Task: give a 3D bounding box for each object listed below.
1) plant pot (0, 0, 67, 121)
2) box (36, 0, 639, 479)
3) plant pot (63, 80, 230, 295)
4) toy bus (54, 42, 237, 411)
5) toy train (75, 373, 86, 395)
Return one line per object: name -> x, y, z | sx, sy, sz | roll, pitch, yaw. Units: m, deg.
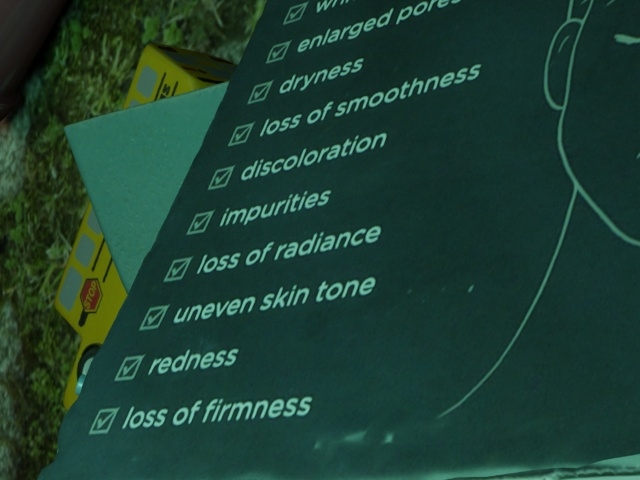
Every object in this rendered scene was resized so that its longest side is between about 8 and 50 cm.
plant pot -> -0.365, -0.239, 1.522 | 0.180, 0.201, 0.201 | -44, 56, 15
box -> 0.192, -0.020, 0.701 | 0.480, 0.297, 0.472 | -11, 48, 42
plant pot -> 0.000, 0.000, 1.085 | 0.248, 0.247, 0.252 | -9, 95, 45
toy bus -> -0.147, 0.002, 1.318 | 0.130, 0.108, 0.332 | 37, 112, 42
toy train -> -0.141, 0.180, 1.262 | 0.046, 0.166, 0.125 | -70, 0, -56
